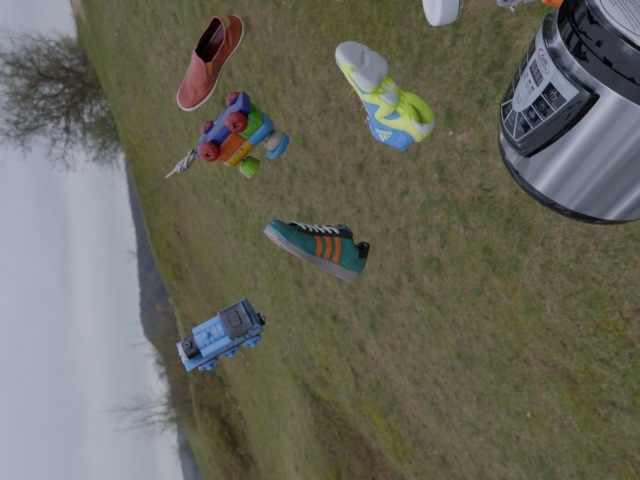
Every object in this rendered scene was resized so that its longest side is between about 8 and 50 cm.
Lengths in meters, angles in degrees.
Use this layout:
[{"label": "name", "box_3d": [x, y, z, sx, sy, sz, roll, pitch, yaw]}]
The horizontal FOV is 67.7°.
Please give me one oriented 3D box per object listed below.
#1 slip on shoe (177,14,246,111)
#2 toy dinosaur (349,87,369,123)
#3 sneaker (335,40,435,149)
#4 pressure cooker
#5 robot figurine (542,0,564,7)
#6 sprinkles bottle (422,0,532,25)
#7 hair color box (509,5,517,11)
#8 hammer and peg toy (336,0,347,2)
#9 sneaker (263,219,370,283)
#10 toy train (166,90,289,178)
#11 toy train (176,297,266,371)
[{"label": "slip on shoe", "box_3d": [-0.350, -0.536, 1.440, 0.331, 0.101, 0.123, -47, 73, 27]}, {"label": "toy dinosaur", "box_3d": [0.144, -0.427, 1.385, 0.112, 0.064, 0.211, 47, 169, 20]}, {"label": "sneaker", "box_3d": [0.104, -0.265, 0.922, 0.240, 0.091, 0.126, 48, 150, 7]}, {"label": "pressure cooker", "box_3d": [0.547, -0.278, 0.818, 0.370, 0.375, 0.420, 37, 152, 15]}, {"label": "robot figurine", "box_3d": [0.697, -0.687, 1.292, 0.128, 0.219, 0.158, -58, 21, 24]}, {"label": "sprinkles bottle", "box_3d": [0.425, -0.607, 1.118, 0.121, 0.355, 0.121, 165, 90, -88]}, {"label": "hair color box", "box_3d": [0.560, -0.789, 1.457, 0.167, 0.053, 0.093, 45, -165, 0]}, {"label": "hammer and peg toy", "box_3d": [-0.007, -0.549, 0.828, 0.127, 0.266, 0.361, -33, 81, 43]}, {"label": "sneaker", "box_3d": [0.000, 0.000, 1.153, 0.108, 0.302, 0.121, 25, 88, 52]}, {"label": "toy train", "box_3d": [-0.193, -0.178, 1.002, 0.248, 0.143, 0.105, -39, 37, 25]}, {"label": "toy train", "box_3d": [-0.196, 0.188, 0.937, 0.080, 0.184, 0.105, 60, 173, 25]}]
